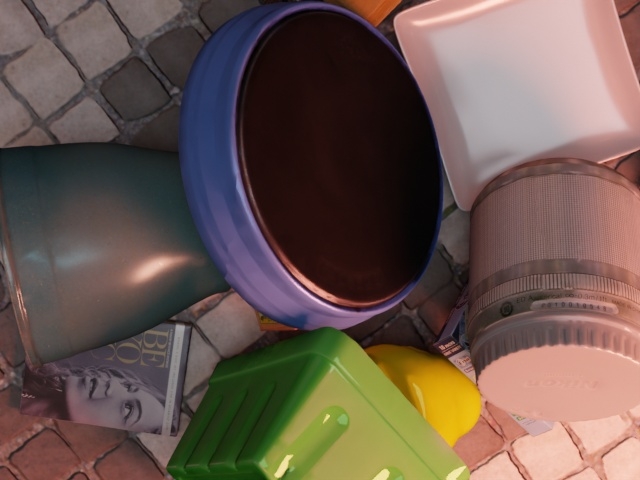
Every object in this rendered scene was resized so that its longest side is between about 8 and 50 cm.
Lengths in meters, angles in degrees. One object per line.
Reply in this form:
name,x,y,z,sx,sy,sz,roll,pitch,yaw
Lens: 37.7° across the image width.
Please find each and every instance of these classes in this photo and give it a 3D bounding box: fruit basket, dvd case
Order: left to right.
dvd case,-0.297,0.178,1.299,0.221,0.018,0.164,9,100,-3
fruit basket,0.036,0.220,1.186,0.392,0.392,0.283,-41,99,6

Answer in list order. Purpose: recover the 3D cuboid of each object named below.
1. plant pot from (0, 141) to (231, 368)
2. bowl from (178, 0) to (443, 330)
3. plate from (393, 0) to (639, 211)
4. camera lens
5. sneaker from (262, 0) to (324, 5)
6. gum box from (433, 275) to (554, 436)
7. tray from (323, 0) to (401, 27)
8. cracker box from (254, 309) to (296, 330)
plant pot,-0.249,-0.003,1.158,0.255,0.272,0.271,-12,100,-14
bowl,0.011,-0.090,1.094,0.077,0.391,0.391,-9,104,42
plate,0.265,-0.210,1.228,0.277,0.045,0.277,-21,100,2
camera lens,0.290,0.054,1.139,0.220,0.219,0.274,10,55,-3
sneaker,-0.064,-0.268,1.196,0.188,0.071,0.066,-45,98,7
gum box,0.252,0.140,1.241,0.184,0.157,0.041,42,138,-7
tray,0.109,-0.436,1.052,0.203,0.076,0.411,39,131,-12
cracker box,0.000,0.000,1.175,0.067,0.232,0.155,-6,103,42
